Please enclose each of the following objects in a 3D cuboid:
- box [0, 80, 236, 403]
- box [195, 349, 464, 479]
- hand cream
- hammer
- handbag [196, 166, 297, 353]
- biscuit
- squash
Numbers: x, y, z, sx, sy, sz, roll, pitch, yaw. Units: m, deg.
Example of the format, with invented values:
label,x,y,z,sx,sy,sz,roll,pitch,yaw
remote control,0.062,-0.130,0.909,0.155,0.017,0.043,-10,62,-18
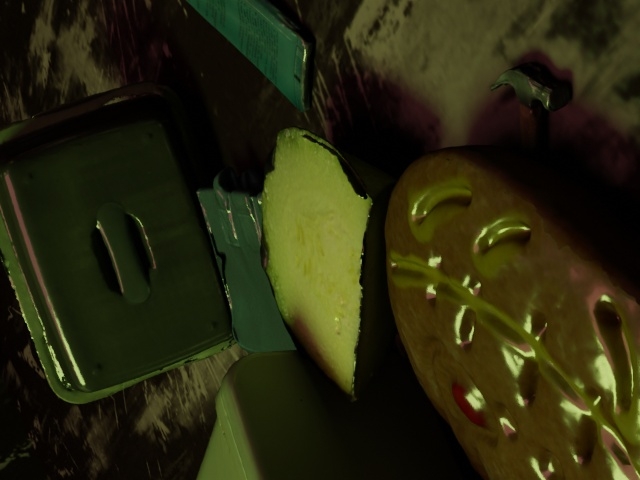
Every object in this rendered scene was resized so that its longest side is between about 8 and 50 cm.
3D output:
label,x,y,z,sx,sy,sz,roll,pitch,yaw
box,-0.205,0.000,1.513,0.166,0.220,0.290,-151,41,-74
box,0.004,0.326,1.221,0.344,0.177,0.352,111,146,-43
hand cream,-0.076,-0.199,1.275,0.224,0.048,0.083,46,150,30
hammer,0.135,-0.033,0.978,0.062,0.017,0.182,43,148,46
handbag,-0.032,0.020,1.349,0.229,0.062,0.179,8,115,65
biscuit,0.164,0.128,0.969,0.394,0.070,0.350,43,150,41
squash,0.023,-0.002,1.169,0.184,0.085,0.192,-131,39,-51
